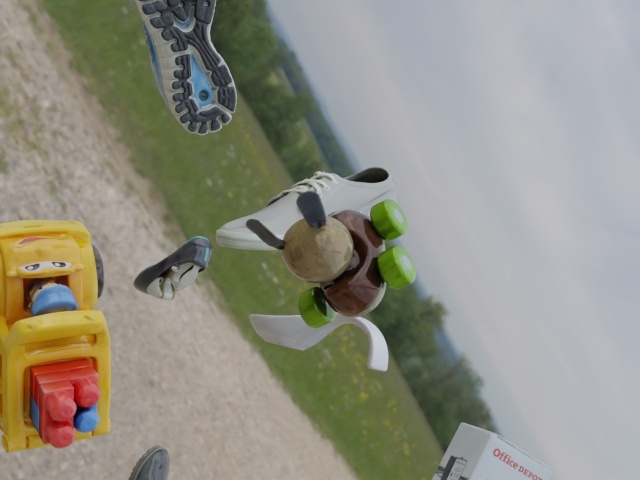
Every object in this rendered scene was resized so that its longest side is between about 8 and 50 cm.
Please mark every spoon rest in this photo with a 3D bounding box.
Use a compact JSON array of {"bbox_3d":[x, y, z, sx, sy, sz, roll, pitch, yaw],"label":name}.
[{"bbox_3d":[-0.002,0.158,1.718,0.276,0.084,0.137,11,-7,35],"label":"spoon rest"}]

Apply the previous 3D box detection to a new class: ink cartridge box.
[{"bbox_3d":[0.247,0.412,1.538,0.153,0.208,0.087,36,-12,-27],"label":"ink cartridge box"}]

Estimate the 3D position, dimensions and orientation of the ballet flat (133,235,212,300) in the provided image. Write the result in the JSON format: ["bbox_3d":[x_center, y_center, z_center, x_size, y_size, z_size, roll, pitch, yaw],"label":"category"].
[{"bbox_3d":[-0.264,0.064,1.740,0.074,0.203,0.074,30,43,-33],"label":"ballet flat"}]

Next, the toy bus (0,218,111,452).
[{"bbox_3d":[-0.280,0.109,1.011,0.211,0.150,0.220,33,-58,56],"label":"toy bus"}]

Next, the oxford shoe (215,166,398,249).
[{"bbox_3d":[-0.020,-0.064,1.908,0.169,0.449,0.130,14,-69,46],"label":"oxford shoe"}]

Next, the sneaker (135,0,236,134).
[{"bbox_3d":[-0.113,-0.160,0.731,0.073,0.063,0.162,22,-56,59],"label":"sneaker"}]

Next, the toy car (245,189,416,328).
[{"bbox_3d":[0.000,0.000,1.217,0.188,0.155,0.148,37,35,-41],"label":"toy car"}]

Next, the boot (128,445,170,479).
[{"bbox_3d":[-0.233,0.454,1.618,0.209,0.189,0.076,12,-21,32],"label":"boot"}]
